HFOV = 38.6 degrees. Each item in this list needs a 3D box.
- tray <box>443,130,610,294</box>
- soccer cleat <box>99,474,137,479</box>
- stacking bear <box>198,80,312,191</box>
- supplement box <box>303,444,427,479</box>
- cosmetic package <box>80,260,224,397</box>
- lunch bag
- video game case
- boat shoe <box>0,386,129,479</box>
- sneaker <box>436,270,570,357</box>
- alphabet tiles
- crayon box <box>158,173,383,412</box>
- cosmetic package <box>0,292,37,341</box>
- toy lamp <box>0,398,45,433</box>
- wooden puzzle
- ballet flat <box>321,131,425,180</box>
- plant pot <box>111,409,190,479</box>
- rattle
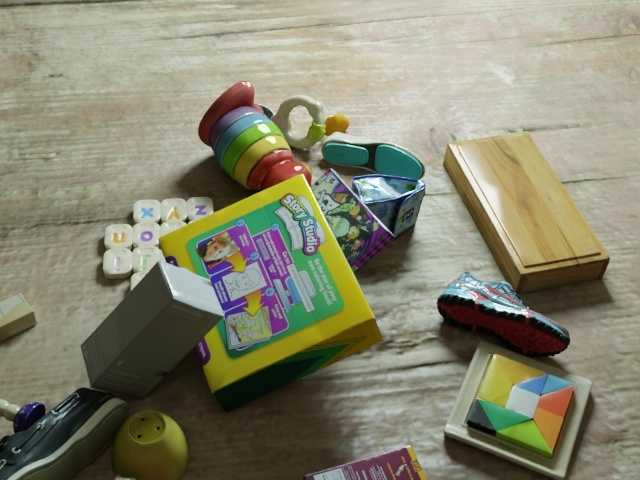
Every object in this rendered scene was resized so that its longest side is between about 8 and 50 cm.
[{"bbox_3d":[0.439,-0.073,1.994,0.203,0.076,0.411,-9,47,-13],"label":"tray"},{"bbox_3d":[-0.375,0.444,1.454,0.196,0.068,0.076,-25,56,-16],"label":"soccer cleat"},{"bbox_3d":[-0.125,-0.179,2.002,0.164,0.175,0.289,-38,66,-7],"label":"stacking bear"},{"bbox_3d":[0.071,0.413,1.484,0.188,0.104,0.081,-13,49,-15],"label":"supplement box"},{"bbox_3d":[-0.295,0.158,1.599,0.127,0.238,0.107,23,31,-44],"label":"cosmetic package"},{"bbox_3d":[0.141,-0.069,1.930,0.151,0.129,0.096,-7,53,-13],"label":"lunch bag"},{"bbox_3d":[0.000,0.000,1.832,0.232,0.042,0.210,-43,56,5],"label":"video game case"},{"bbox_3d":[-0.470,0.352,1.490,0.113,0.127,0.340,29,50,23],"label":"boat shoe"},{"bbox_3d":[0.367,0.129,1.777,0.262,0.104,0.125,23,47,17],"label":"sneaker"},{"bbox_3d":[-0.303,0.015,1.893,0.284,0.021,0.278,-3,47,-7],"label":"alphabet tiles"},{"bbox_3d":[-0.100,0.089,1.707,0.313,0.106,0.363,-24,56,-3],"label":"crayon box"},{"bbox_3d":[-0.602,0.153,1.726,0.115,0.041,0.060,-29,54,-27],"label":"cosmetic package"},{"bbox_3d":[-0.614,0.266,1.596,0.275,0.080,0.080,21,49,11],"label":"toy lamp"},{"bbox_3d":[0.362,0.296,1.658,0.221,0.044,0.238,20,48,14],"label":"wooden puzzle"},{"bbox_3d":[0.126,-0.197,2.091,0.248,0.086,0.086,16,48,12],"label":"ballet flat"},{"bbox_3d":[-0.288,0.339,1.535,0.134,0.095,0.134,2,47,-2],"label":"plant pot"},{"bbox_3d":[-0.057,-0.290,2.169,0.200,0.130,0.143,1,28,34],"label":"rattle"}]
